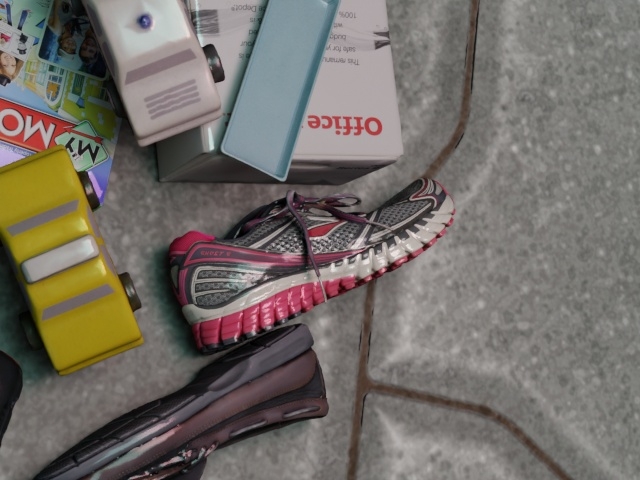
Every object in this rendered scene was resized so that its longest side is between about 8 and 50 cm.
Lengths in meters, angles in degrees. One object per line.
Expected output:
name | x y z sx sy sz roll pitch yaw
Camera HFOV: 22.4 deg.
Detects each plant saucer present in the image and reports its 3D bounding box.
plant saucer | -0.037 -0.148 1.434 0.067 0.018 0.192 25 68 -22

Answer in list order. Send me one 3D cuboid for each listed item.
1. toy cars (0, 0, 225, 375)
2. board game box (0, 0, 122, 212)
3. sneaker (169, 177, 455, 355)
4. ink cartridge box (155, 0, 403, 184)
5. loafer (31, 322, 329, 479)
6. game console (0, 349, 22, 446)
toy cars | -0.182 -0.082 1.350 0.176 0.087 0.394 19 86 -8
board game box | -0.319 -0.170 1.405 0.317 0.046 0.213 19 69 -25
sneaker | 0.000 0.000 1.504 0.299 0.121 0.112 -24 88 -32
ink cartridge box | -0.053 -0.202 1.520 0.211 0.121 0.289 0 78 -29
loafer | -0.108 0.174 1.411 0.302 0.109 0.095 -30 98 -35
game console | -0.437 0.205 1.238 0.342 0.060 0.386 27 67 -22
